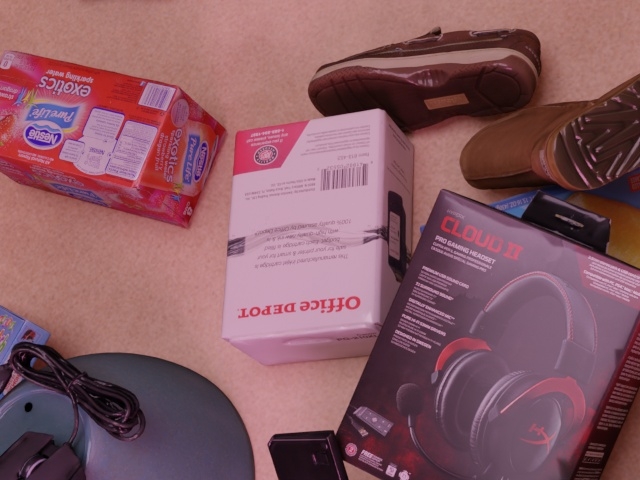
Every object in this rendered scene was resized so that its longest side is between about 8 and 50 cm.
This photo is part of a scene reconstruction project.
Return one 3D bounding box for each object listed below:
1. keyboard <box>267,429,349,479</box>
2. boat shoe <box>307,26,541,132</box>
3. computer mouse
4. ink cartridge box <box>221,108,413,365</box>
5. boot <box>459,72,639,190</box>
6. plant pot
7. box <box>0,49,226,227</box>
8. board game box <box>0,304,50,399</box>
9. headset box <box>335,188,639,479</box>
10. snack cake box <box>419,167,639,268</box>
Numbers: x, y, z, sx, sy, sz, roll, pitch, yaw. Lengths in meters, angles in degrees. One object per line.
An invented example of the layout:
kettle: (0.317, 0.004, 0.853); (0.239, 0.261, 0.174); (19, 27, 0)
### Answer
keyboard: (0.019, 0.255, 1.467); (0.108, 0.023, 0.180); (-7, 105, 42)
boat shoe: (0.114, -0.176, 1.728); (0.257, 0.095, 0.095); (0, 46, 27)
computer mouse: (-0.301, 0.216, 1.534); (0.184, 0.060, 0.262); (32, 85, 31)
ink cartridge box: (0.000, 0.000, 1.688); (0.172, 0.100, 0.237); (-7, 66, 22)
boot: (0.269, -0.115, 1.539); (0.236, 0.269, 0.089); (-20, 95, -9)
plant pot: (-0.237, 0.235, 1.647); (0.290, 0.195, 0.290); (-9, 66, 22)
box: (-0.254, -0.115, 1.842); (0.256, 0.122, 0.128); (14, 75, 29)
board game box: (-0.382, 0.174, 1.787); (0.211, 0.039, 0.160); (-61, 25, -7)
headset box: (0.170, 0.103, 1.464); (0.218, 0.110, 0.293); (25, 92, 24)
snack cake box: (0.241, 0.030, 1.570); (0.264, 0.089, 0.152); (-18, 62, 18)
